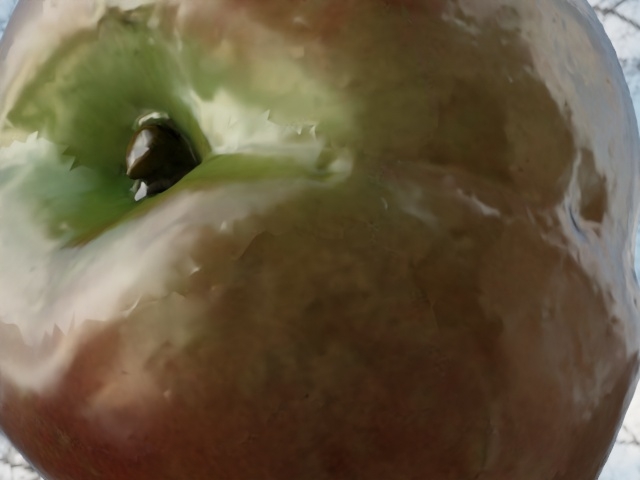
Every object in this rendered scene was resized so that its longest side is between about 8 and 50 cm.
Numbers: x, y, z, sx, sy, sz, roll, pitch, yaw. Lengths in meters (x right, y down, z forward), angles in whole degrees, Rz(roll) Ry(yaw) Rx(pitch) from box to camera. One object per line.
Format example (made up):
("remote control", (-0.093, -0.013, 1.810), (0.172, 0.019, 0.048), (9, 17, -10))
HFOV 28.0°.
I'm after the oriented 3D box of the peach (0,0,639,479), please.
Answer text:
("peach", (0.000, 0.000, 0.454), (0.253, 0.252, 0.252), (-11, -44, -10))
